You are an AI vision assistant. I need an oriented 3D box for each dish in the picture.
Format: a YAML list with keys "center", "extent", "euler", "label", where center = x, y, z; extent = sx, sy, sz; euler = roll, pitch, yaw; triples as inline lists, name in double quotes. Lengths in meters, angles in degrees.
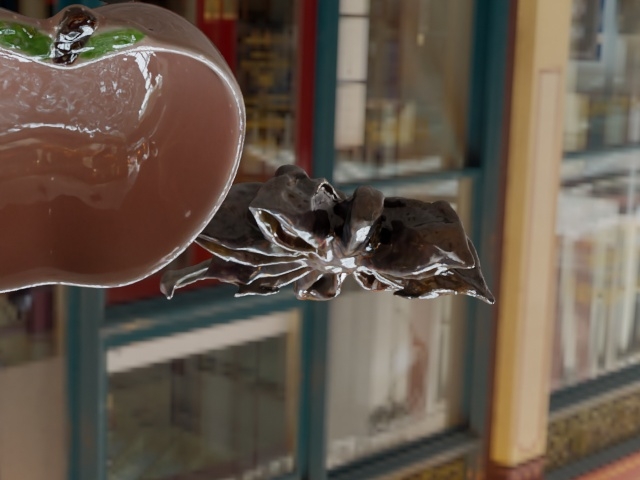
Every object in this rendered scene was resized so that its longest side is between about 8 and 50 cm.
- center: [-0.150, -0.070, 0.824]
  extent: [0.213, 0.213, 0.090]
  euler: [-1, -136, -15]
  label: "dish"

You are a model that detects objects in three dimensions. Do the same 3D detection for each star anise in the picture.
- center: [0.000, 0.000, 1.069]
  extent: [0.262, 0.081, 0.230]
  euler: [-4, 167, 33]
  label: "star anise"
